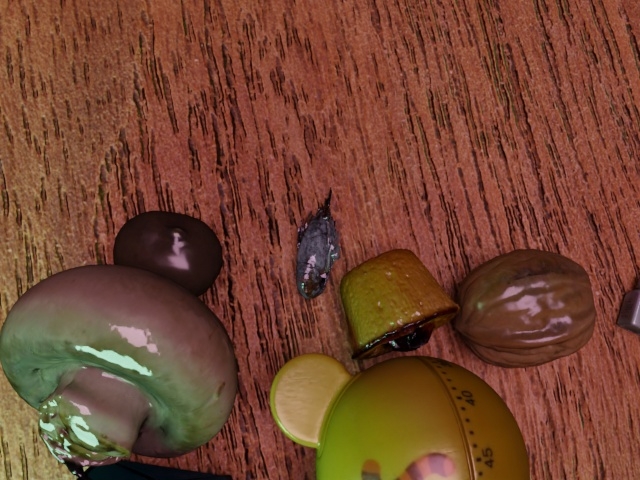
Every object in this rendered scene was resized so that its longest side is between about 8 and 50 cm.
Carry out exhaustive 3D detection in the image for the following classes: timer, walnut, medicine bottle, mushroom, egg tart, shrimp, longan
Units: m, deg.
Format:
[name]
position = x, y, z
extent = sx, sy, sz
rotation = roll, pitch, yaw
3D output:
[timer]
position = 0.116, 0.358, 0.881
extent = 0.388, 0.376, 0.375
rotation = -3, 81, -13
[walnut]
position = 0.376, 0.128, 1.028
extent = 0.261, 0.225, 0.224
rotation = -18, 83, -6
[medicine bottle]
position = 0.678, 0.135, 1.148
extent = 0.074, 0.055, 0.117
rotation = 23, 79, -3
[mushroom]
position = -0.309, 0.212, 0.827
extent = 0.363, 0.362, 0.294
rotation = 24, 45, -4
[egg tart]
position = 0.130, 0.123, 1.003
extent = 0.215, 0.215, 0.170
rotation = -21, 70, -12
[shrimp]
position = 0.000, 0.000, 1.062
extent = 0.090, 0.079, 0.232
rotation = 3, 71, 30
[longan]
position = -0.267, 0.031, 0.966
extent = 0.190, 0.189, 0.189
rotation = 1, 80, -8

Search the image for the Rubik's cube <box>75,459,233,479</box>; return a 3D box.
[Rubik's cube]
position = -0.273, 0.498, 0.844
extent = 0.260, 0.259, 0.254
rotation = 14, 80, -10
